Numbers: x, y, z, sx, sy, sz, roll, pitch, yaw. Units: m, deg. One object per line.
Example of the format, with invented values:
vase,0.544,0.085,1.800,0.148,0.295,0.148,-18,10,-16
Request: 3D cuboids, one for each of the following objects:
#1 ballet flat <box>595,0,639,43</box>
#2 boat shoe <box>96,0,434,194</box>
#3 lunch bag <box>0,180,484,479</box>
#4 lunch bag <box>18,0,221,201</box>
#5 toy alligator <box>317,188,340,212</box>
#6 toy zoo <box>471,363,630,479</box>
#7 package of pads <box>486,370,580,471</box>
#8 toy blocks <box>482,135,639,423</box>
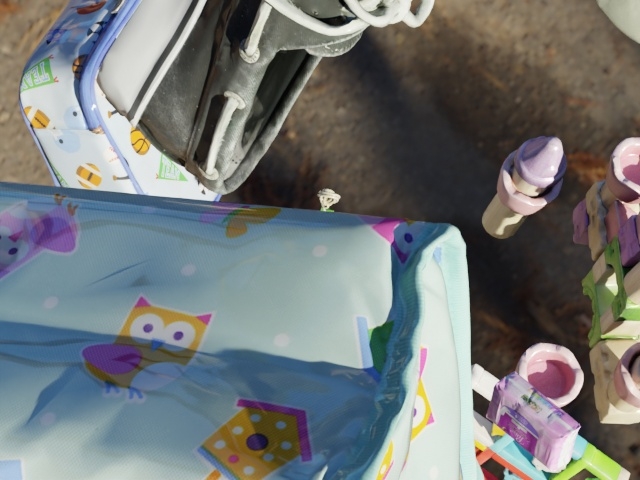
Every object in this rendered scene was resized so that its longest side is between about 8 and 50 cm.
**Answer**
ballet flat,0.196,-0.230,0.962,0.072,0.068,0.213,-22,92,-3
boat shoe,-0.003,-0.130,0.667,0.105,0.306,0.113,47,39,7
lunch bag,-0.053,0.112,0.552,0.223,0.262,0.160,5,48,17
lunch bag,-0.200,-0.139,1.583,0.115,0.303,0.243,2,44,25
toy alligator,0.000,0.000,1.614,0.056,0.189,0.051,17,71,5
toy zoo,0.234,0.268,1.897,0.293,0.192,0.030,35,50,-3
package of pads,0.187,0.159,1.268,0.032,0.050,0.083,-28,52,-34
toy blocks,0.342,0.029,1.455,0.309,0.260,0.288,3,65,-10
